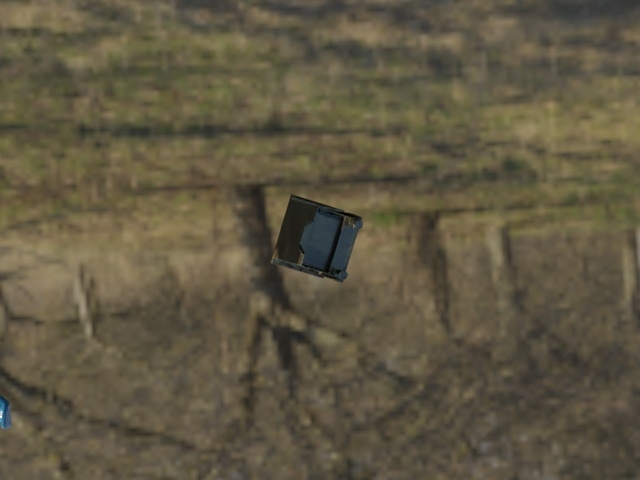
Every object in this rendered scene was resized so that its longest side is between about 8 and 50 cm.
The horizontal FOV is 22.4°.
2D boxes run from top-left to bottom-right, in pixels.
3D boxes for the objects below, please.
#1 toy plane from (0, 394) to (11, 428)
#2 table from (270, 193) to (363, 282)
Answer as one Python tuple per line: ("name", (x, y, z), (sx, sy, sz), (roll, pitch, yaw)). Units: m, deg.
("toy plane", (-0.420, 0.137, 1.604), (0.254, 0.271, 0.105), (-7, 173, 20))
("table", (0.000, 0.000, 1.829), (0.070, 0.083, 0.082), (17, 180, -24))
